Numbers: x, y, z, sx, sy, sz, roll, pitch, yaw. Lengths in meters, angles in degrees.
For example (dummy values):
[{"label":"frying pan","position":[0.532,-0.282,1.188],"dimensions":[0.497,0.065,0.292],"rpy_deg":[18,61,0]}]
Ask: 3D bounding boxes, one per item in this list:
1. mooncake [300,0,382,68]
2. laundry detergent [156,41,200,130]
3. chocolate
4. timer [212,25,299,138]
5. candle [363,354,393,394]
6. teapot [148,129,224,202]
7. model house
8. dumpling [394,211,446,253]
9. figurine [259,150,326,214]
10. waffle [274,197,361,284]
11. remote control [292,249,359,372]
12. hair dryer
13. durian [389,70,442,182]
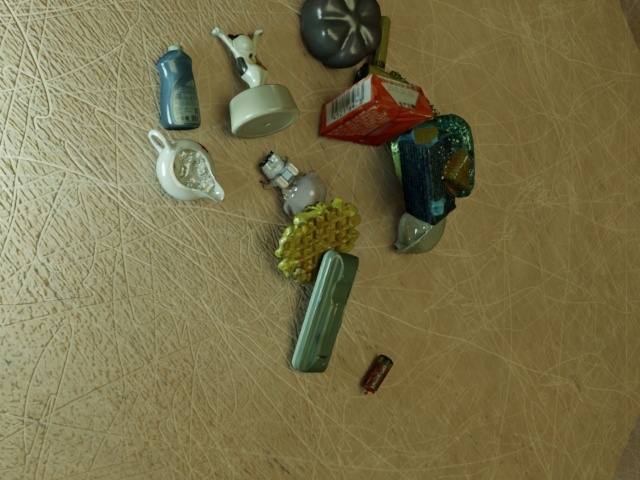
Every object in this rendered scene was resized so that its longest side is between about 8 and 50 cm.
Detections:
[{"label":"mooncake","position":[0.063,-0.603,1.918],"dimensions":[0.244,0.133,0.245],"rpy_deg":[-1,91,-33]},{"label":"laundry detergent","position":[-0.336,-0.366,1.619],"dimensions":[0.096,0.061,0.206],"rpy_deg":[-6,93,-37]},{"label":"chocolate","position":[0.151,-0.359,1.919],"dimensions":[0.234,0.237,0.108],"rpy_deg":[4,71,-39]},{"label":"timer","position":[-0.170,-0.412,1.724],"dimensions":[0.175,0.175,0.266],"rpy_deg":[-9,79,-39]},{"label":"candle","position":[0.164,0.402,2.024],"dimensions":[0.052,0.052,0.131],"rpy_deg":[52,59,-26]},{"label":"teapot","position":[-0.323,-0.171,1.606],"dimensions":[0.226,0.092,0.145],"rpy_deg":[46,59,-28]},{"label":"model house","position":[0.342,-0.202,1.967],"dimensions":[0.241,0.225,0.261],"rpy_deg":[-78,159,-66]},{"label":"dumpling","position":[0.326,-0.047,2.096],"dimensions":[0.247,0.172,0.142],"rpy_deg":[-41,93,-32]},{"label":"figurine","position":[-0.063,-0.142,1.817],"dimensions":[0.229,0.112,0.137],"rpy_deg":[43,68,-19]},{"label":"waffle","position":[-0.002,-0.001,1.828],"dimensions":[0.262,0.060,0.280],"rpy_deg":[-57,143,-3]},{"label":"remote control","position":[0.020,0.195,1.849],"dimensions":[0.128,0.065,0.335],"rpy_deg":[13,94,-48]},{"label":"hair dryer","position":[0.187,-0.540,2.039],"dimensions":[0.134,0.090,0.279],"rpy_deg":[17,68,-22]},{"label":"durian","position":[0.287,-0.339,2.136],"dimensions":[0.198,0.163,0.394],"rpy_deg":[-22,101,2]}]
